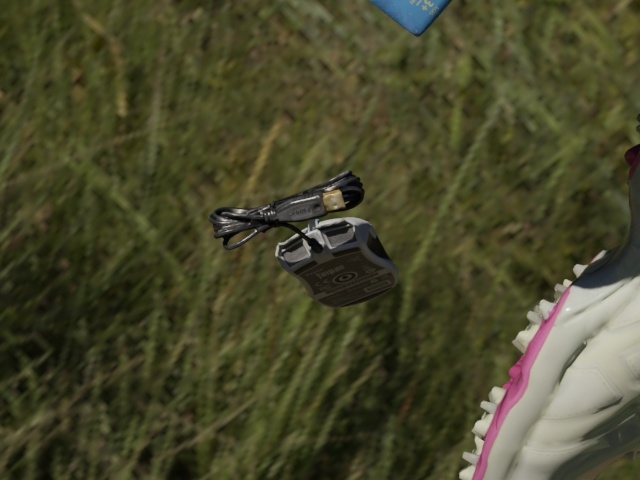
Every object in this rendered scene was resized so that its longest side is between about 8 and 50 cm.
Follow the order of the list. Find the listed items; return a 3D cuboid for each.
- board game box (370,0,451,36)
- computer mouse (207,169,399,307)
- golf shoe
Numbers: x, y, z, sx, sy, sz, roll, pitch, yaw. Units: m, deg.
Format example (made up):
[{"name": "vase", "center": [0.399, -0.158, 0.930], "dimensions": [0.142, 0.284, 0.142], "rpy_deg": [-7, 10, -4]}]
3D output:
[{"name": "board game box", "center": [0.106, -0.185, 0.707], "dimensions": [0.039, 0.211, 0.160], "rpy_deg": [39, 46, -3]}, {"name": "computer mouse", "center": [0.000, 0.000, 1.382], "dimensions": [0.193, 0.106, 0.042], "rpy_deg": [47, 24, -64]}, {"name": "golf shoe", "center": [0.170, 0.039, 0.870], "dimensions": [0.140, 0.306, 0.115], "rpy_deg": [32, 28, 9]}]
